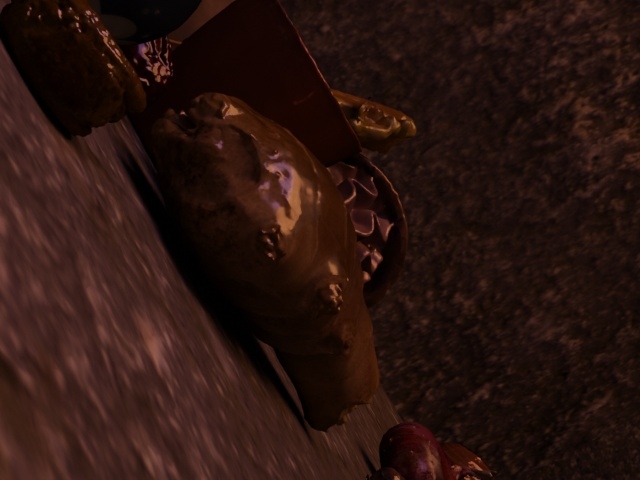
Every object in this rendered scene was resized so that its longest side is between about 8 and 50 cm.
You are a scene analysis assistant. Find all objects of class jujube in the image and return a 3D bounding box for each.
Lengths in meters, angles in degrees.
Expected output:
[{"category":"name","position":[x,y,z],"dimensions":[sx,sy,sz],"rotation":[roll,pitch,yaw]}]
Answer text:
[{"category":"jujube","position":[-0.170,-0.172,1.356],"dimensions":[0.077,0.077,0.129],"rotation":[59,13,-57]}]

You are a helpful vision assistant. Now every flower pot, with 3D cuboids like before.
[{"category":"flower pot","position":[-0.078,-0.121,1.435],"dimensions":[0.190,0.173,0.190],"rotation":[60,0,1]}]

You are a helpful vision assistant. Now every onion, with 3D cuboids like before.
[{"category":"onion","position":[0.148,0.292,1.931],"dimensions":[0.150,0.140,0.150],"rotation":[-14,90,-83]}]

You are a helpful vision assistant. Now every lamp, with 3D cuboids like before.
[{"category":"lamp","position":[0.179,0.348,2.161],"dimensions":[0.136,0.136,0.136],"rotation":[60,1,-2]}]

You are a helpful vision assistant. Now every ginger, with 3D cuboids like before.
[{"category":"ginger","position":[-0.054,0.016,1.305],"dimensions":[0.236,0.166,0.375],"rotation":[39,-26,21]}]

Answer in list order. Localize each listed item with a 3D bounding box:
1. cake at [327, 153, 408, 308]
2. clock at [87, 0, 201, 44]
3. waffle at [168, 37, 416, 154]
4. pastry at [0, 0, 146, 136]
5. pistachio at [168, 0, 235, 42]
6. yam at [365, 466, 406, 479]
[{"category":"cake","position":[0.000,0.000,1.625],"dimensions":[0.178,0.185,0.207],"rotation":[-103,-177,-73]},{"category":"clock","position":[-0.187,-0.267,1.230],"dimensions":[0.243,0.146,0.199],"rotation":[53,-3,1]},{"category":"waffle","position":[-0.058,-0.159,1.654],"dimensions":[0.312,0.060,0.307],"rotation":[14,5,-28]},{"category":"pastry","position":[-0.153,-0.112,0.957],"dimensions":[0.097,0.057,0.109],"rotation":[55,-5,34]},{"category":"pistachio","position":[-0.103,-0.208,2.013],"dimensions":[0.318,0.214,0.193],"rotation":[56,39,0]},{"category":"yam","position":[0.114,0.337,1.698],"dimensions":[0.264,0.046,0.046],"rotation":[61,0,-35]}]
